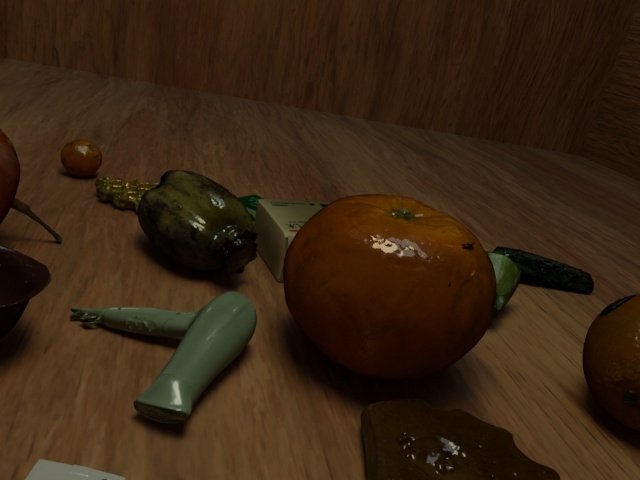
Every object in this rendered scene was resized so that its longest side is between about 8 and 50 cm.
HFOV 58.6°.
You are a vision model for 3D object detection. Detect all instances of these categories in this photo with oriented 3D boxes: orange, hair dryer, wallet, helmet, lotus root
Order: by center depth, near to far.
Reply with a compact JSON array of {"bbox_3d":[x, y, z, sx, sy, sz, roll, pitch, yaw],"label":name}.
[{"bbox_3d":[-0.218,0.216,0.499,0.083,0.011,0.044,12,21,0],"label":"wallet"},{"bbox_3d":[-0.397,0.071,0.631,0.175,0.106,0.155,3,25,-28],"label":"helmet"},{"bbox_3d":[-0.217,0.121,0.692,0.237,0.075,0.206,10,27,15],"label":"hair dryer"},{"bbox_3d":[0.453,0.164,0.761,0.206,0.206,0.206,11,22,-4],"label":"orange"},{"bbox_3d":[0.087,0.059,0.765,0.284,0.226,0.284,12,16,-4],"label":"orange"},{"bbox_3d":[-0.188,-0.021,0.933,0.278,0.154,0.154,28,27,36],"label":"lotus root"},{"bbox_3d":[-0.509,-0.175,1.216,0.084,0.083,0.083,11,22,-4],"label":"orange"}]

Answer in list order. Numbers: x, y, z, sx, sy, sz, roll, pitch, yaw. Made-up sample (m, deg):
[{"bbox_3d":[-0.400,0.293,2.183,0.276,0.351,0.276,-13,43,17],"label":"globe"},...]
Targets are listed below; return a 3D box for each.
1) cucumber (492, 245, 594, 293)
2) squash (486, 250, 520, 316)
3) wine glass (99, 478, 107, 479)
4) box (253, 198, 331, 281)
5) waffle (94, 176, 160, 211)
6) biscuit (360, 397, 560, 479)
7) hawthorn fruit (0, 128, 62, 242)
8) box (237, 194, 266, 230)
[{"bbox_3d":[0.471,0.057,1.201,0.211,0.062,0.078,9,21,-9],"label":"cucumber"},{"bbox_3d":[0.290,0.098,0.996,0.105,0.105,0.132,17,40,12],"label":"squash"},{"bbox_3d":[-0.116,0.240,0.417,0.155,0.072,0.072,19,22,18],"label":"wine glass"},{"bbox_3d":[0.000,0.000,1.047,0.212,0.095,0.168,1,27,-26],"label":"box"},{"bbox_3d":[-0.352,-0.099,1.159,0.192,0.046,0.160,16,24,9],"label":"waffle"},{"bbox_3d":[0.151,0.243,0.605,0.215,0.034,0.182,13,22,-6],"label":"biscuit"},{"bbox_3d":[-0.545,-0.099,0.797,0.231,0.235,0.263,15,20,13],"label":"hawthorn fruit"},{"bbox_3d":[-0.164,-0.043,1.139,0.132,0.034,0.235,26,26,30],"label":"box"}]
